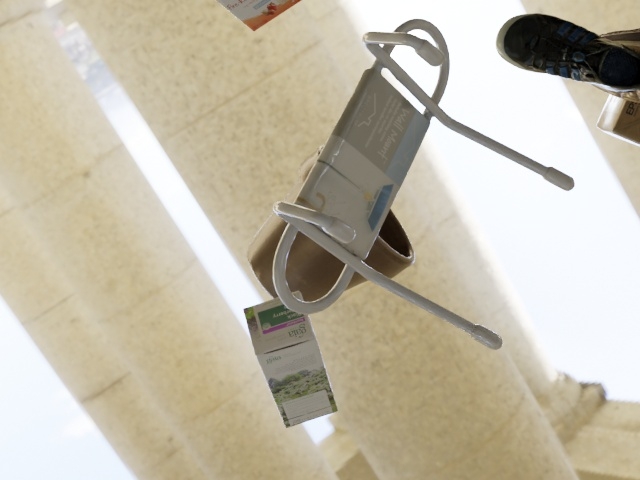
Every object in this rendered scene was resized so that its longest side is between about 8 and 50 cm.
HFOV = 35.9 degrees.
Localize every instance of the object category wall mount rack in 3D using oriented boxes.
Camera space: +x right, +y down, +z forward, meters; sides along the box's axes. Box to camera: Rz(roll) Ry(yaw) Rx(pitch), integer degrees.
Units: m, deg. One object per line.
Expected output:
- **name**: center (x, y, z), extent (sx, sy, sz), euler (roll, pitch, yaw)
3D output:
- **wall mount rack**: center (0.112, -0.049, 1.051), extent (0.130, 0.304, 0.350), euler (18, -103, 48)

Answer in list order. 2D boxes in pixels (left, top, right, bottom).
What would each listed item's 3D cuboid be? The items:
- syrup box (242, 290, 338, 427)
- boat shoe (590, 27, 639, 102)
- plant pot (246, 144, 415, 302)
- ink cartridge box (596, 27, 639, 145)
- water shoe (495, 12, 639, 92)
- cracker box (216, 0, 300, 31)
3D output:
- **syrup box**: center (-0.044, 0.189, 1.538), extent (0.093, 0.237, 0.096), euler (-18, -129, -2)
- **boat shoe**: center (0.471, -0.239, 1.267), extent (0.285, 0.103, 0.092), euler (8, -123, 41)
- **plant pot**: center (0.000, 0.000, 1.737), extent (0.229, 0.263, 0.263), euler (-38, -170, 16)
- **ink cartridge box**: center (0.533, -0.266, 1.563), extent (0.193, 0.088, 0.235), euler (-48, 160, -79)
- **water shoe**: center (0.316, -0.232, 1.207), extent (0.203, 0.073, 0.080), euler (10, -170, -14)
- **cracker box**: center (-0.159, -0.553, 2.044), extent (0.155, 0.232, 0.067), euler (-26, -132, 32)
